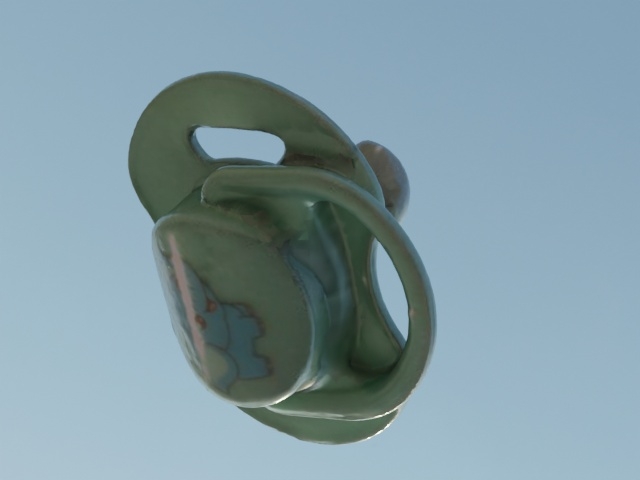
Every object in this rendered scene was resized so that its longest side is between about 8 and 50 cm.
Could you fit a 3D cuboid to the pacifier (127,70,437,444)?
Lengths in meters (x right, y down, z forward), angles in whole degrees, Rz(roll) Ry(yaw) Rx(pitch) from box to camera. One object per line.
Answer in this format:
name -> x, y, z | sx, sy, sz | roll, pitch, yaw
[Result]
pacifier -> 0.000, 0.000, 0.509 | 0.126, 0.116, 0.150 | 2, -61, 39
